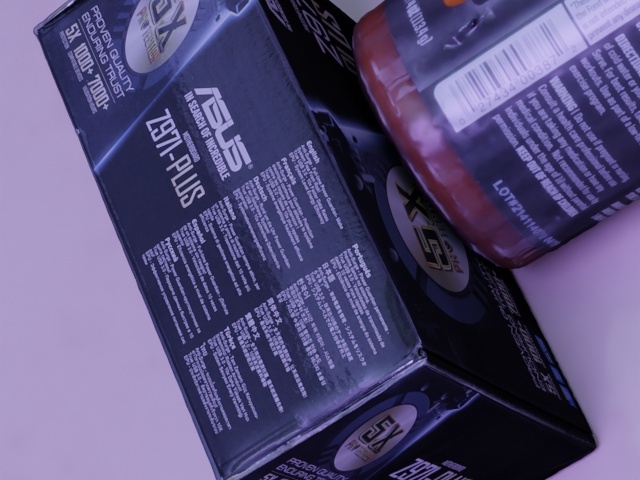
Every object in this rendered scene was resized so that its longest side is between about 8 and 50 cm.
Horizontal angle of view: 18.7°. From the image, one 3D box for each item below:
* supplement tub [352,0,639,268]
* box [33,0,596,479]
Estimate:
[{"bbox_3d":[0.115,-0.082,0.642,0.198,0.106,0.106,-33,62,15],"label":"supplement tub"},{"bbox_3d":[0.000,0.000,0.653,0.077,0.147,0.180,-33,61,16],"label":"box"}]
